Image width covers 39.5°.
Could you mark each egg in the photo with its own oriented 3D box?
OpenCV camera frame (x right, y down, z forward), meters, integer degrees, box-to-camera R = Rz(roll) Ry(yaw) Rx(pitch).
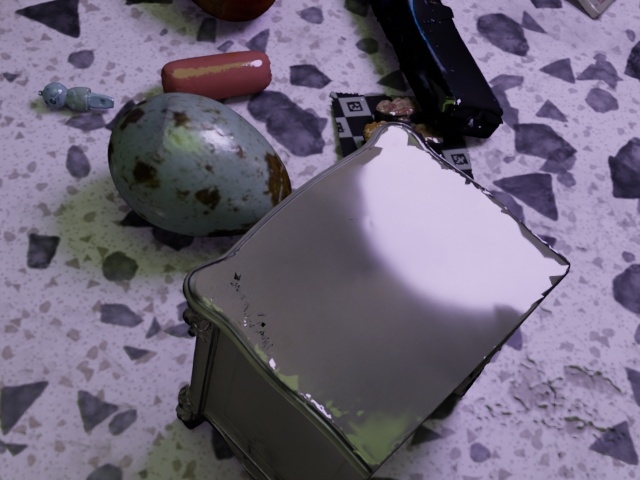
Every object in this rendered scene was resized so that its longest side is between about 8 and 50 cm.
[{"bbox_3d":[-0.143,-0.086,1.081,0.231,0.169,0.169,20,56,-14],"label":"egg"}]

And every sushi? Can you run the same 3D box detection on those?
[{"bbox_3d":[0.119,-0.144,1.224,0.193,0.040,0.210,1,51,-10],"label":"sushi"}]

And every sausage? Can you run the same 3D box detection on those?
[{"bbox_3d":[-0.142,-0.226,1.231,0.154,0.062,0.062,-12,61,-17],"label":"sausage"}]

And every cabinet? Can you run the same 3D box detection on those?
[{"bbox_3d":[0.030,0.106,0.902,0.227,0.318,0.290,42,61,14],"label":"cabinet"}]

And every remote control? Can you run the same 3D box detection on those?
[{"bbox_3d":[0.154,-0.320,1.325,0.145,0.062,0.398,2,54,-36],"label":"remote control"}]

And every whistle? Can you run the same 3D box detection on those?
[{"bbox_3d":[-0.327,-0.191,1.192,0.100,0.035,0.035,7,57,-7],"label":"whistle"}]

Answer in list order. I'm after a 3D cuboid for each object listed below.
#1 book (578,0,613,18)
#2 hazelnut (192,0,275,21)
[{"bbox_3d":[0.422,-0.496,1.485,0.232,0.022,0.162,47,62,-1],"label":"book"},{"bbox_3d":[-0.135,-0.417,1.294,0.178,0.178,0.204,-26,83,-24],"label":"hazelnut"}]
